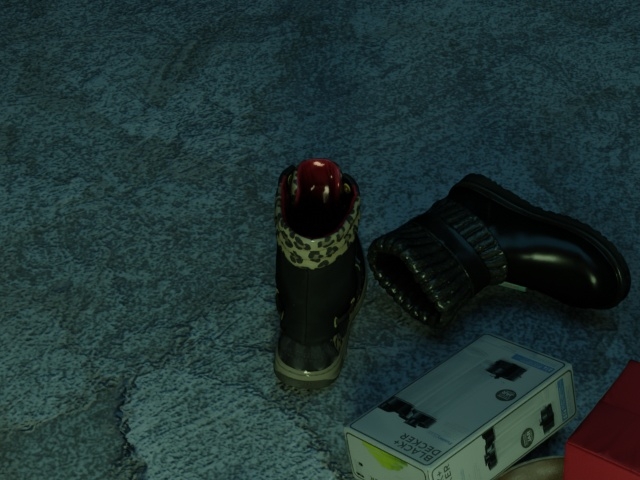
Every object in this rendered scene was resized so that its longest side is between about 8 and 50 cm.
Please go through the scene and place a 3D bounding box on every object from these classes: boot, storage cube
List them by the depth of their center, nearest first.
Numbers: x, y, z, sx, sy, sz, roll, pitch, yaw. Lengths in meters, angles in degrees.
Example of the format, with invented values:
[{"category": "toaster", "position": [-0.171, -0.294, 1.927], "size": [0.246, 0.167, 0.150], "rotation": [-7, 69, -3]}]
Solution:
[{"category": "storage cube", "position": [0.421, 0.292, 1.554], "size": [0.193, 0.215, 0.184], "rotation": [21, 43, 31]}, {"category": "boot", "position": [0.000, 0.000, 1.899], "size": [0.138, 0.284, 0.377], "rotation": [7, 40, 7]}, {"category": "boot", "position": [0.271, 0.051, 1.945], "size": [0.348, 0.131, 0.260], "rotation": [29, 44, 26]}]

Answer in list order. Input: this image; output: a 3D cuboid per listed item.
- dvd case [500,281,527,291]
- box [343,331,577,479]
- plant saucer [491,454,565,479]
[{"category": "dvd case", "position": [0.311, 0.033, 2.083], "size": [0.087, 0.013, 0.119], "rotation": [15, 43, 16]}, {"category": "box", "position": [0.195, 0.247, 1.732], "size": [0.290, 0.087, 0.169], "rotation": [-29, 31, -31]}, {"category": "plant saucer", "position": [0.336, 0.405, 1.611], "size": [0.311, 0.050, 0.310], "rotation": [1, 40, -1]}]
